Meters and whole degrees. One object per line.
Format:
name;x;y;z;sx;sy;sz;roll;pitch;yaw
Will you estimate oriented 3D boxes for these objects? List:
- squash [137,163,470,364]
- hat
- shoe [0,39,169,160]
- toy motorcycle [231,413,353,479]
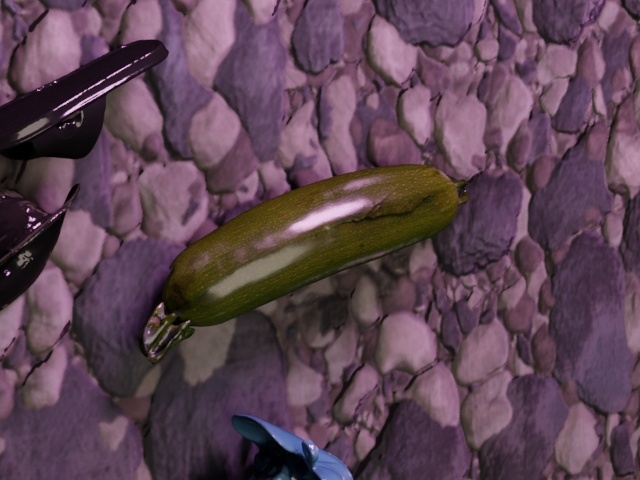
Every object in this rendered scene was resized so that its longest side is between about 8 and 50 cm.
squash;-0.001;-0.002;1.161;0.318;0.071;0.080;-25;117;-29
hat;-0.206;0.000;1.017;0.050;0.121;0.121;42;73;3
shoe;-0.161;-0.081;1.031;0.159;0.062;0.053;-36;123;-28
toy motorcycle;-0.073;0.229;1.137;0.272;0.123;0.182;-20;99;-25
